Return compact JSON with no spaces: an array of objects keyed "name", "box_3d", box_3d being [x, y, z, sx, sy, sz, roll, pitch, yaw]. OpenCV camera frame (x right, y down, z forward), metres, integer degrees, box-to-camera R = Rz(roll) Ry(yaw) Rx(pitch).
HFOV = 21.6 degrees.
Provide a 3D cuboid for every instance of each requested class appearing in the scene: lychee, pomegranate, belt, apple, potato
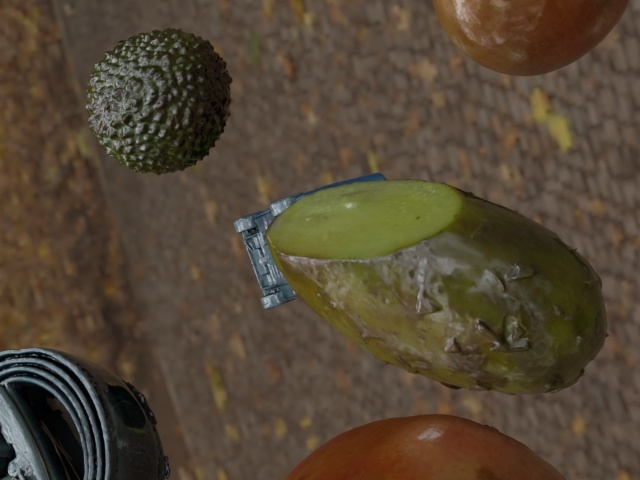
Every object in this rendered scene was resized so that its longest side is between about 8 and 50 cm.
[{"name":"lychee","box_3d":[-0.167,-0.149,1.776,0.171,0.171,0.171,51,150,45]},{"name":"pomegranate","box_3d":[0.064,0.222,1.072,0.229,0.270,0.252,32,129,-3]},{"name":"belt","box_3d":[-0.260,0.223,1.641,0.267,0.206,0.116,39,-173,37]},{"name":"apple","box_3d":[0.259,-0.332,2.081,0.253,0.253,0.253,51,150,45]},{"name":"potato","box_3d":[0.091,0.035,1.378,0.298,0.141,0.176,14,130,16]}]

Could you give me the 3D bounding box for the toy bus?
[{"name":"toy bus","box_3d":[0.000,0.000,1.895,0.113,0.134,0.246,70,160,0]}]
